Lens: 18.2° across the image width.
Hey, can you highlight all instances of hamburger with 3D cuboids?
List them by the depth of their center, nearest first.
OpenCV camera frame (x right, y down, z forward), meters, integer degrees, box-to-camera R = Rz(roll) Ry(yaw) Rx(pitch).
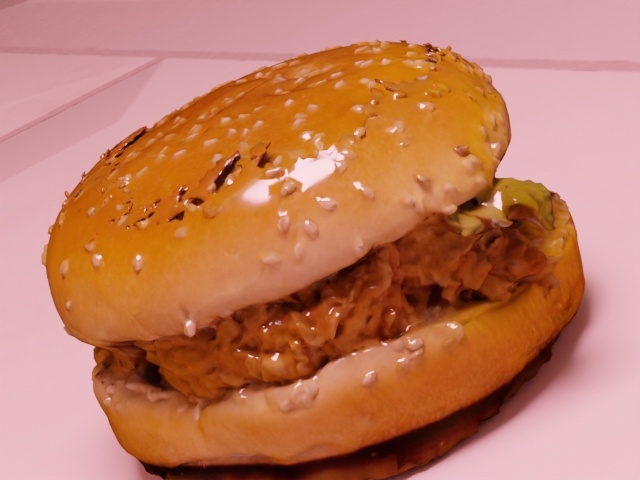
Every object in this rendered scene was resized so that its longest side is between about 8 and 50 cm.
[{"bbox_3d":[-0.004,-0.001,0.703,0.181,0.118,0.191,-13,15,12],"label":"hamburger"}]
